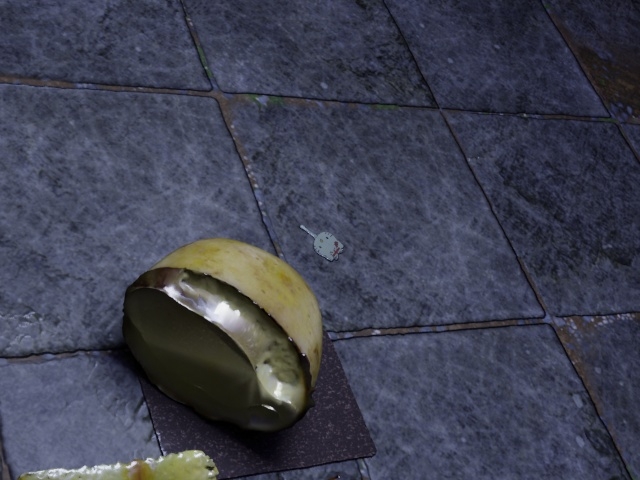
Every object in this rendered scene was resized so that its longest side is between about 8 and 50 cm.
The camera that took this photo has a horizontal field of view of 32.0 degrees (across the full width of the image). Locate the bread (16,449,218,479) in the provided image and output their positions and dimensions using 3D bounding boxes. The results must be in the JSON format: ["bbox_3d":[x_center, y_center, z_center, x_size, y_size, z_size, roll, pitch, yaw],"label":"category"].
[{"bbox_3d":[-0.189,0.440,1.153,0.233,0.245,0.362,-2,51,-35],"label":"bread"}]

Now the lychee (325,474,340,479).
[{"bbox_3d":[-0.022,0.386,1.400,0.114,0.101,0.140,-2,49,-19],"label":"lychee"}]

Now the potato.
[{"bbox_3d":[-0.111,0.107,1.514,0.285,0.242,0.242,27,43,1],"label":"potato"}]

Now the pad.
[{"bbox_3d":[-0.091,0.227,1.569,0.330,0.004,0.220,-1,54,-33],"label":"pad"}]

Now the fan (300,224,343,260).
[{"bbox_3d":[0.000,0.000,1.826,0.083,0.004,0.056,35,43,-1],"label":"fan"}]
